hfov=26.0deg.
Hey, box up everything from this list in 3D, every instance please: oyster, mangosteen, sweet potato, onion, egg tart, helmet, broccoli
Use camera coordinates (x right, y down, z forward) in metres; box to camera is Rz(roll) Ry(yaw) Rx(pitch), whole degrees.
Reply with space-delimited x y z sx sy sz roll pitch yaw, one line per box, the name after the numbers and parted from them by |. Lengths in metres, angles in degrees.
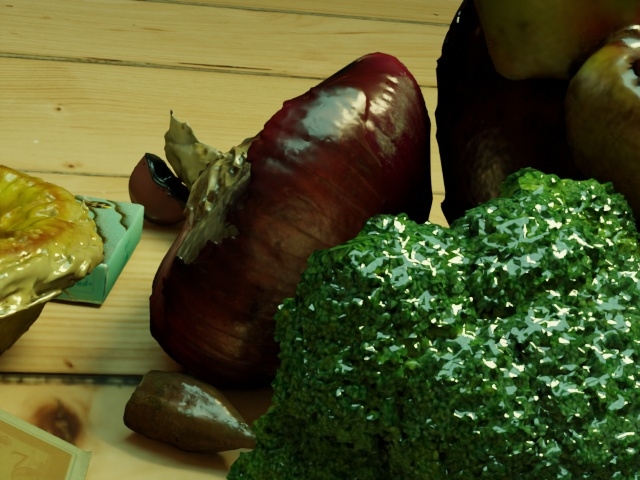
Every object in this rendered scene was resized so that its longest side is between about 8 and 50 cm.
-0.057 -0.033 1.245 0.161 0.107 0.233 21 -2 -39 | oyster
0.244 -0.078 0.947 0.381 0.381 0.421 18 2 28 | mangosteen
-0.076 0.115 0.888 0.117 0.049 0.049 15 20 30 | sweet potato
0.000 0.000 0.996 0.195 0.272 0.272 40 19 -6 | onion
-0.295 0.022 0.979 0.295 0.116 0.295 4 19 -1 | egg tart
-0.149 -0.038 1.300 0.084 0.049 0.065 46 8 7 | helmet
0.098 0.097 0.760 0.294 0.265 0.245 6 -12 -38 | broccoli

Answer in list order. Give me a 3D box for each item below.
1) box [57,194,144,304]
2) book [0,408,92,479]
-0.276 -0.006 1.170 0.229 0.041 0.162 8 20 2 | box
-0.215 0.138 0.733 0.170 0.018 0.241 29 16 -10 | book
